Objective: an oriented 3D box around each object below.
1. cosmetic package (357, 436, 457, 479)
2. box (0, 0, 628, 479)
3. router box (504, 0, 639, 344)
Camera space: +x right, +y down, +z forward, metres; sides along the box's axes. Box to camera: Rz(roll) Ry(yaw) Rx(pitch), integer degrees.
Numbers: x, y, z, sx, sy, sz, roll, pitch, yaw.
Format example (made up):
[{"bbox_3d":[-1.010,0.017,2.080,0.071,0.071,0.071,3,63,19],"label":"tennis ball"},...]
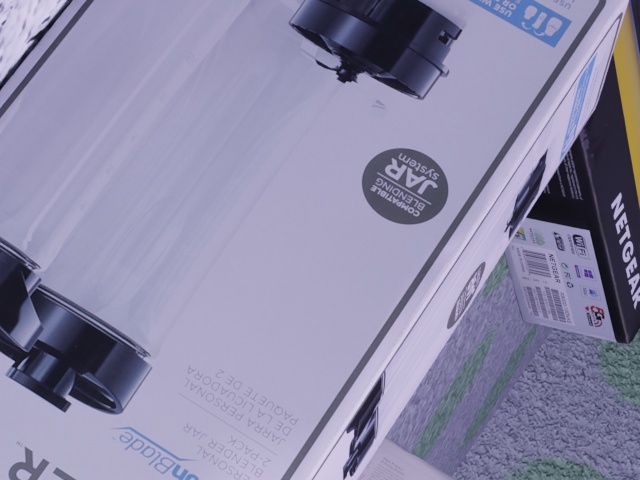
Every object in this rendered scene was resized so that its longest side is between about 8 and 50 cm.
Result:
[{"bbox_3d":[0.036,0.192,1.257,0.099,0.239,0.060,-48,164,-41],"label":"cosmetic package"},{"bbox_3d":[-0.036,0.001,0.642,0.290,0.169,0.087,-54,168,-19],"label":"box"},{"bbox_3d":[0.178,-0.131,1.102,0.243,0.081,0.309,-52,138,-33],"label":"router box"}]
